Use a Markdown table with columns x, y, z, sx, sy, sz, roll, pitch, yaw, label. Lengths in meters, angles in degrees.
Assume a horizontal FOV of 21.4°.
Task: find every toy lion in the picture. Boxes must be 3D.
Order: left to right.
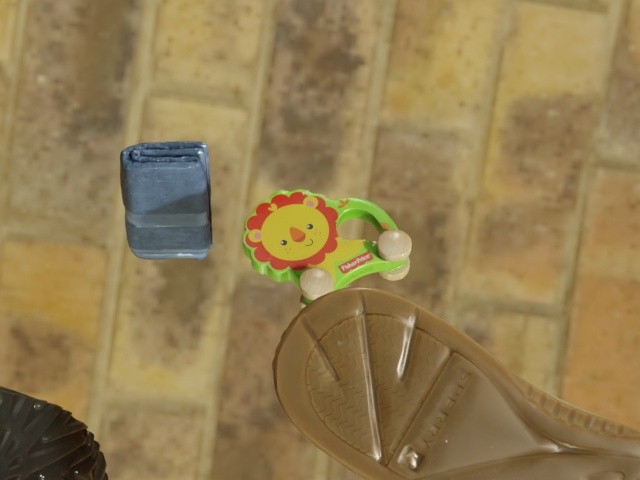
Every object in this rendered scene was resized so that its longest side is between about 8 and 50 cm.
| x | y | z | sx | sy | sz | roll | pitch | yaw | label |
| --- | --- | --- | --- | --- | --- | --- | --- | --- | --- |
| 0.000 | 0.000 | 1.174 | 0.096 | 0.100 | 0.034 | 56 | -18 | 29 | toy lion |

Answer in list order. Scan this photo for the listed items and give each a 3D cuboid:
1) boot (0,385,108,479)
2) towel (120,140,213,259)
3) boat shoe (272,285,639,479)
| x | y | z | sx | sy | sz | roll | pitch | yaw | label |
| --- | --- | --- | --- | --- | --- | --- | --- | --- | --- |
| -0.305 | 0.115 | 1.031 | 0.348 | 0.260 | 0.131 | 49 | 58 | -55 | boot |
| -0.116 | -0.029 | 1.273 | 0.119 | 0.067 | 0.029 | 92 | -3 | -53 | towel |
| 0.103 | 0.119 | 0.784 | 0.104 | 0.285 | 0.089 | -51 | -179 | -7 | boat shoe |
